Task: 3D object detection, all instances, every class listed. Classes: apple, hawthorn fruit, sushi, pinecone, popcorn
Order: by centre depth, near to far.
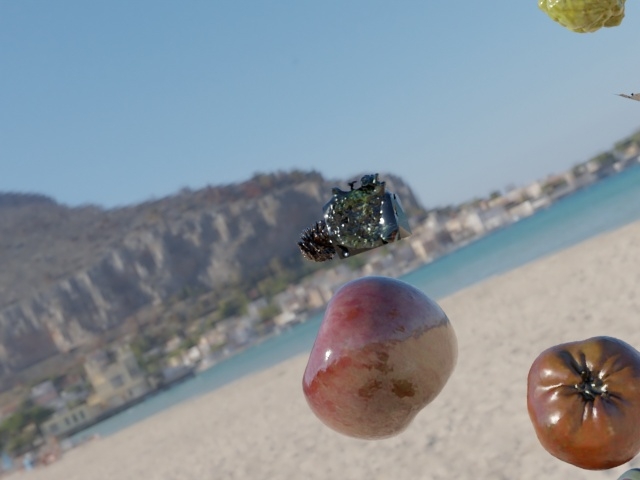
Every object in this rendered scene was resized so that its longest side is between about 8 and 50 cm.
[{"bbox_3d":[0.050,-0.030,1.482,0.083,0.085,0.056,-21,-2,19],"label":"sushi"},{"bbox_3d":[0.348,0.207,1.630,0.189,0.189,0.189,-25,-3,-1],"label":"hawthorn fruit"},{"bbox_3d":[0.412,-0.414,2.054,0.173,0.173,0.142,-24,-28,-33],"label":"popcorn"},{"bbox_3d":[0.000,0.000,2.243,0.083,0.077,0.077,-53,-4,2],"label":"pinecone"},{"bbox_3d":[0.117,0.228,2.401,0.345,0.269,0.345,20,-90,-89],"label":"apple"}]

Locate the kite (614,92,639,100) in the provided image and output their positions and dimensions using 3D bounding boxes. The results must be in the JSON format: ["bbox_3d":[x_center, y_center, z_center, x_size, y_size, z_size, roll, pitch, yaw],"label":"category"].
[{"bbox_3d":[0.546,-0.199,1.902,0.241,0.014,0.183,13,8,1],"label":"kite"}]

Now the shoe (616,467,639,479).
[{"bbox_3d":[0.347,0.426,1.676,0.137,0.114,0.291,-9,-45,-46],"label":"shoe"}]
